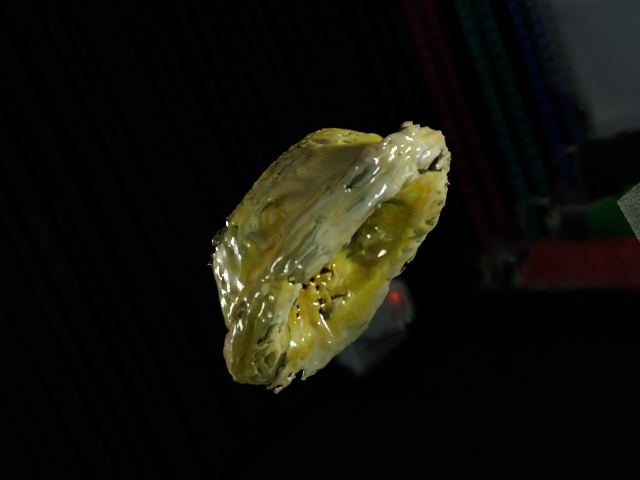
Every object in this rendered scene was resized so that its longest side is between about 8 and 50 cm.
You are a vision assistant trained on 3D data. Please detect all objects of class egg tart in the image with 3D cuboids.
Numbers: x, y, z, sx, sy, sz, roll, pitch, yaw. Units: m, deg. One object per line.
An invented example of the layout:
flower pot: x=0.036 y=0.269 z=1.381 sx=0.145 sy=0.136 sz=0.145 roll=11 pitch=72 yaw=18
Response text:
egg tart: x=0.000 y=0.000 z=1.238 sx=0.288 sy=0.118 sz=0.288 roll=-43 pitch=165 yaw=-15

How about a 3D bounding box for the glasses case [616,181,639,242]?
glasses case: x=0.316 y=0.040 z=1.155 sx=0.070 sy=0.205 sz=0.047 roll=-21 pitch=166 yaw=-28
